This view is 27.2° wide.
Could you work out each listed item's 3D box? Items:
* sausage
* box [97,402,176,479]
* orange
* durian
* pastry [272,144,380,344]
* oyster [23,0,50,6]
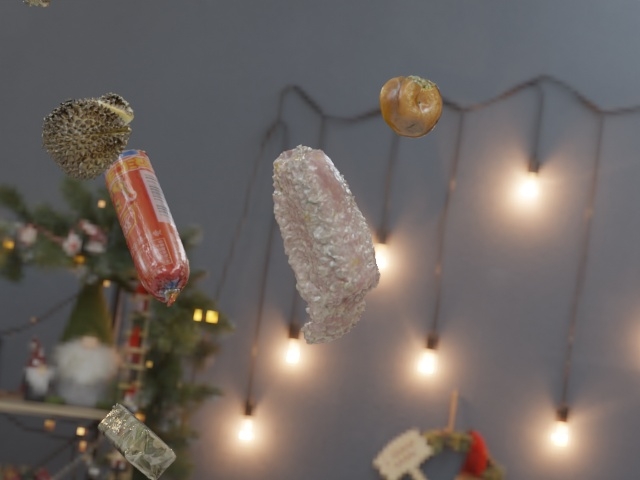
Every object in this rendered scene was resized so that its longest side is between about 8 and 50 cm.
[{"bbox_3d":[-0.230,-0.013,1.786,0.074,0.074,0.274,11,37,-35],"label":"sausage"},{"bbox_3d":[-0.220,0.240,1.578,0.062,0.045,0.098,48,-13,-34],"label":"box"},{"bbox_3d":[0.113,-0.171,1.697,0.086,0.086,0.062,10,-12,-30],"label":"orange"},{"bbox_3d":[-0.291,-0.132,1.569,0.140,0.110,0.071,0,-25,43],"label":"durian"},{"bbox_3d":[0.009,0.001,1.734,0.103,0.265,0.112,-14,2,-37],"label":"pastry"},{"bbox_3d":[-0.405,-0.372,1.735,0.105,0.177,0.056,-34,-13,12],"label":"oyster"}]
